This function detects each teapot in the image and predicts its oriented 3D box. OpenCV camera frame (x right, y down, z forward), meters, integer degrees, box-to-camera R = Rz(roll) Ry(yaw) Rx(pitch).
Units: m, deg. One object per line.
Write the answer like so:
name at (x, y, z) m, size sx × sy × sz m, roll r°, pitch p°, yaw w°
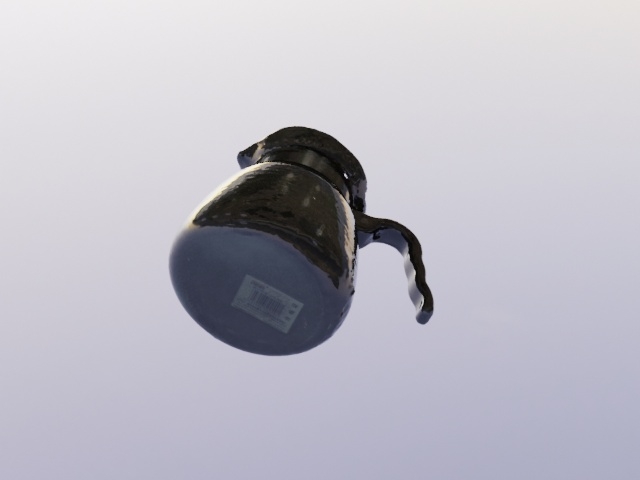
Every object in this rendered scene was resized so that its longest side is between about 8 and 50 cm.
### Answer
teapot at (-0.007, -0.019, 1.215) m, size 0.305 × 0.223 × 0.285 m, roll 3°, pitch -142°, yaw 14°
